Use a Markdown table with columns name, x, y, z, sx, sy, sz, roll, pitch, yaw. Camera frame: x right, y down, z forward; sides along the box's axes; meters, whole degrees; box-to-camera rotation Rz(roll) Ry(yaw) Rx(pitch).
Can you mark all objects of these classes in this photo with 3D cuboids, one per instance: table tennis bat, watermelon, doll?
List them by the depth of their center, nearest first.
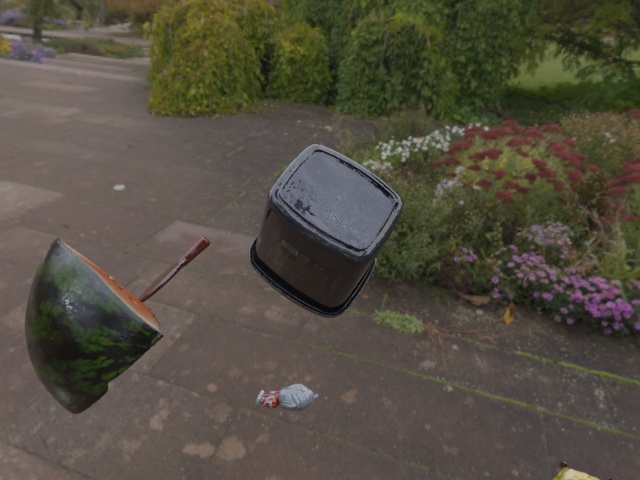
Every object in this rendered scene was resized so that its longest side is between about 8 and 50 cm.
| name | x | y | z | sx | sy | sz | roll | pitch | yaw |
| --- | --- | --- | --- | --- | --- | --- | --- | --- | --- |
| watermelon | -0.260 | 0.106 | 0.456 | 0.193 | 0.137 | 0.145 | 33 | 75 | 26 |
| table tennis bat | -0.248 | 0.050 | 0.717 | 0.154 | 0.019 | 0.098 | -42 | 15 | -4 |
| doll | -0.092 | 0.437 | 1.189 | 0.180 | 0.079 | 0.094 | -5 | 8 | 10 |

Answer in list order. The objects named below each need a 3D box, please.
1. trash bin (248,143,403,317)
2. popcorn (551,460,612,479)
| name | x | y | z | sx | sy | sz | roll | pitch | yaw |
| --- | --- | --- | --- | --- | --- | --- | --- | --- | --- |
| trash bin | 0.000 | 0.000 | 0.706 | 0.209 | 0.290 | 0.182 | 35 | 63 | 6 |
| popcorn | 0.485 | 0.490 | 0.775 | 0.148 | 0.167 | 0.152 | -23 | 33 | 34 |
